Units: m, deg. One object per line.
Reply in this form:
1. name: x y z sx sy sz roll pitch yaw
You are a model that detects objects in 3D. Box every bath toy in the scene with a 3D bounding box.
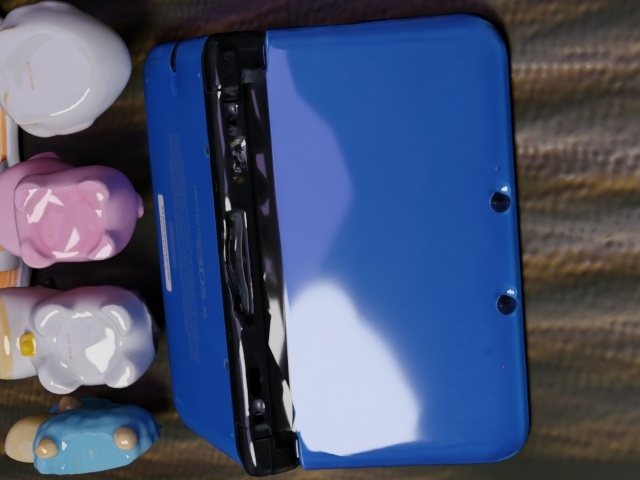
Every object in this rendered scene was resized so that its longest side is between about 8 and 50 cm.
1. bath toy: -0.194 -0.006 0.950 0.151 0.129 0.348 0 102 6

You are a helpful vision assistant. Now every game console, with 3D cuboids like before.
1. game console: 0.000 0.000 0.871 0.250 0.173 0.293 -167 72 -65

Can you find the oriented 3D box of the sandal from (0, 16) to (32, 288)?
1. sandal: -0.303 -0.060 1.043 0.102 0.076 0.265 7 102 35
